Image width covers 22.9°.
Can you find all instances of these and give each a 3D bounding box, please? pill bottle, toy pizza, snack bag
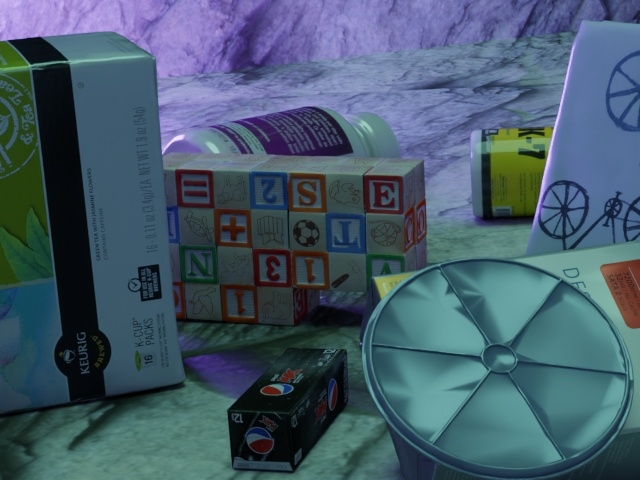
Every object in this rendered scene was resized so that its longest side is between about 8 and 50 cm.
[{"bbox_3d":[0.304,-0.091,2.083,0.208,0.119,0.119,-2,14,7],"label":"pill bottle"},{"bbox_3d":[0.129,0.096,1.164,0.201,0.032,0.201,3,49,-3],"label":"toy pizza"},{"bbox_3d":[0.339,-0.038,1.498,0.037,0.343,0.323,16,-2,-44],"label":"snack bag"},{"bbox_3d":[-0.045,-0.081,2.032,0.301,0.169,0.169,-16,19,-37],"label":"pill bottle"}]

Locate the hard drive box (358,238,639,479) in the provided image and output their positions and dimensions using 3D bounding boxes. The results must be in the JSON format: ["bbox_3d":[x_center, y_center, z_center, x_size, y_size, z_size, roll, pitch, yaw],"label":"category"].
[{"bbox_3d":[0.167,0.106,1.242,0.232,0.089,0.181,-8,51,-15],"label":"hard drive box"}]

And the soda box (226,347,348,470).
[{"bbox_3d":[-0.026,0.144,1.378,0.060,0.053,0.169,0,14,18],"label":"soda box"}]

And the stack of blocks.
[{"bbox_3d":[-0.038,-0.001,1.715,0.297,0.171,0.087,2,15,18],"label":"stack of blocks"}]

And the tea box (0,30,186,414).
[{"bbox_3d":[-0.320,-0.018,1.535,0.323,0.329,0.220,-9,16,-14],"label":"tea box"}]
